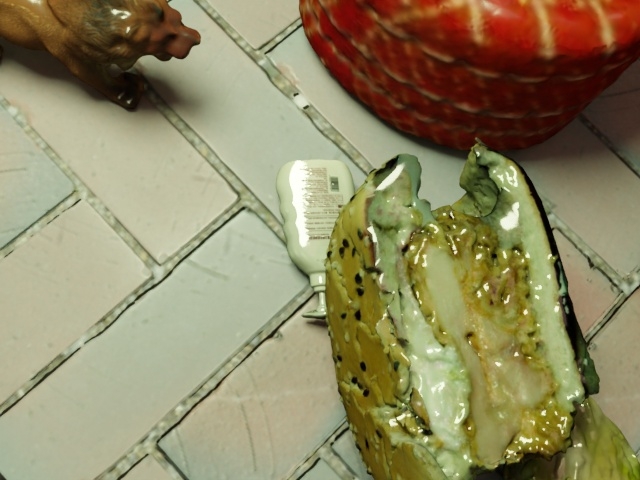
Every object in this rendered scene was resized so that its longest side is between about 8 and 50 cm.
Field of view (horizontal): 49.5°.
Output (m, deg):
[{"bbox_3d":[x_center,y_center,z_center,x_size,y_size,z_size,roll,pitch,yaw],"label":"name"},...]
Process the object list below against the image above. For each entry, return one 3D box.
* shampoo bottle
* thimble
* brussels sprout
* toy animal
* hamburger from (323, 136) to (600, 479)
[{"bbox_3d":[0.000,0.000,0.664,0.077,0.045,0.151,-3,74,-10],"label":"shampoo bottle"},{"bbox_3d":[0.160,-0.276,0.662,0.351,0.230,0.349,2,75,-8],"label":"thimble"},{"bbox_3d":[0.222,0.231,0.609,0.139,0.100,0.180,-4,75,-19],"label":"brussels sprout"},{"bbox_3d":[-0.259,-0.212,0.631,0.313,0.157,0.097,17,73,-4],"label":"toy animal"},{"bbox_3d":[0.098,0.078,0.591,0.168,0.192,0.287,-7,76,-22],"label":"hamburger"}]
